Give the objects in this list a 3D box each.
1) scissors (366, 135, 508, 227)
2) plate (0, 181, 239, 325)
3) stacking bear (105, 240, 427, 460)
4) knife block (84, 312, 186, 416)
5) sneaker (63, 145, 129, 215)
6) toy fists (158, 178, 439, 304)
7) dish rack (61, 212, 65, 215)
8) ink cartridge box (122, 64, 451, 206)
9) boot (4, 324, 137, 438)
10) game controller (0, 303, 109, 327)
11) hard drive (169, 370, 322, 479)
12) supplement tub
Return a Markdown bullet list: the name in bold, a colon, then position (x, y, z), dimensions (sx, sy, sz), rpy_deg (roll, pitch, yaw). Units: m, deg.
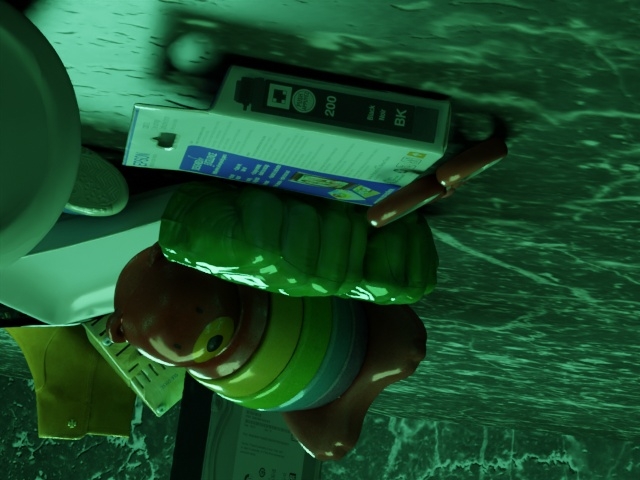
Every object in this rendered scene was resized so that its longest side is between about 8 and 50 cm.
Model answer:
- **scissors**: position (0.104, -0.045, 1.238), dimensions (0.109, 0.021, 0.297), rpy_deg (-32, 175, 12)
- **plate**: position (-0.173, 0.008, 1.537), dimensions (0.277, 0.045, 0.278), rpy_deg (-16, 165, 8)
- **stacking bear**: position (-0.068, 0.079, 1.504), dimensions (0.289, 0.175, 0.164), rpy_deg (22, -159, -48)
- **knife block**: position (-0.284, 0.133, 2.336), dimensions (0.242, 0.088, 0.276), rpy_deg (36, 164, 47)
- **sneaker**: position (-0.239, -0.050, 1.419), dimensions (0.152, 0.058, 0.084), rpy_deg (13, 164, -1)
- **toy fists**: position (0.000, 0.000, 1.364), dimensions (0.142, 0.096, 0.279), rpy_deg (16, -177, 34)
- **dish rack**: position (-0.403, -0.045, 1.571), dimensions (0.333, 0.072, 0.285), rpy_deg (12, 169, -21)
- **ink cartridge box**: position (-0.032, -0.075, 1.155), dimensions (0.208, 0.045, 0.206), rpy_deg (8, 170, -9)
- **boot**: position (-0.419, 0.195, 2.486), dimensions (0.295, 0.211, 0.104), rpy_deg (11, 169, -13)
- **game controller**: position (-0.303, 0.052, 1.827), dimensions (0.319, 0.166, 0.067), rpy_deg (-5, 120, 43)
- **hard drive**: position (-0.083, 0.238, 2.087), dimensions (0.064, 0.339, 0.237), rpy_deg (-2, 164, 38)
- **supplement tub**: position (-0.278, -0.053, 1.072), dimensions (0.191, 0.191, 0.272), rpy_deg (13, 169, -20)
